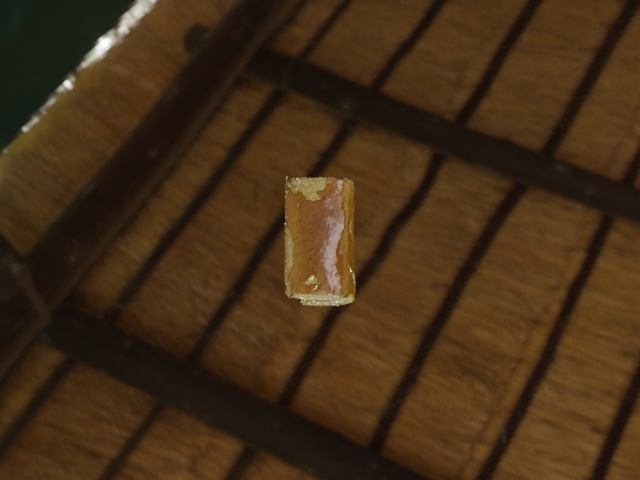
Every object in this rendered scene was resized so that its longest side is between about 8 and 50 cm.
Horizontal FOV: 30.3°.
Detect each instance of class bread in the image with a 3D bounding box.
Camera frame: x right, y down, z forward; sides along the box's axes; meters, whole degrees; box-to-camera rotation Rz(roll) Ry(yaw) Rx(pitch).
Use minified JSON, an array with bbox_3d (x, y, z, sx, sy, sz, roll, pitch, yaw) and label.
[{"bbox_3d":[0.000,0.000,0.763,0.047,0.036,0.083,-2,-103,12],"label":"bread"}]
